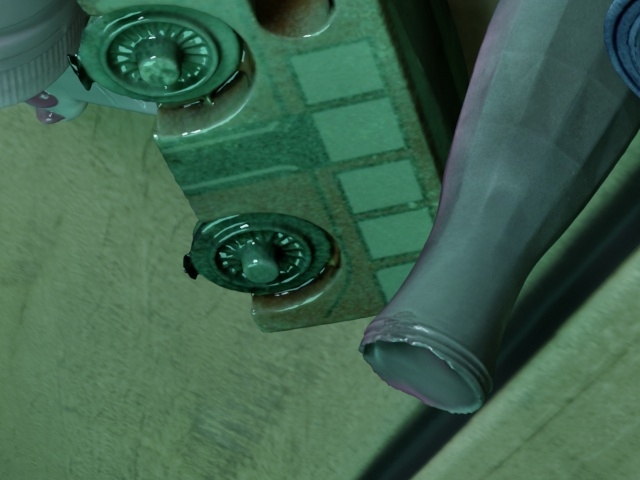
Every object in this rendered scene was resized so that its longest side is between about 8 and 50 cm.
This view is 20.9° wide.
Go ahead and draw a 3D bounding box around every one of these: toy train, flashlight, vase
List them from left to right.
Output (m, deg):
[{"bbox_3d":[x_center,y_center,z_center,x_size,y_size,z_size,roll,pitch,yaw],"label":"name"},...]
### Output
[{"bbox_3d":[-0.128,-0.100,1.030,0.200,0.047,0.093,9,149,36],"label":"flashlight"},{"bbox_3d":[-0.015,-0.080,0.828,0.159,0.129,0.326,-10,143,11],"label":"toy train"},{"bbox_3d":[0.086,-0.028,0.748,0.086,0.214,0.086,23,154,12],"label":"vase"}]

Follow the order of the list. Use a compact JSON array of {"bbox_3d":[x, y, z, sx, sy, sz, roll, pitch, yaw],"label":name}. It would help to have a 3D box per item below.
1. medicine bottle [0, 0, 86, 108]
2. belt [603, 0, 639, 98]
[{"bbox_3d":[-0.178,-0.175,0.842,0.133,0.133,0.250,25,154,8],"label":"medicine bottle"},{"bbox_3d":[0.208,-0.084,0.675,0.190,0.082,0.141,12,156,34],"label":"belt"}]
